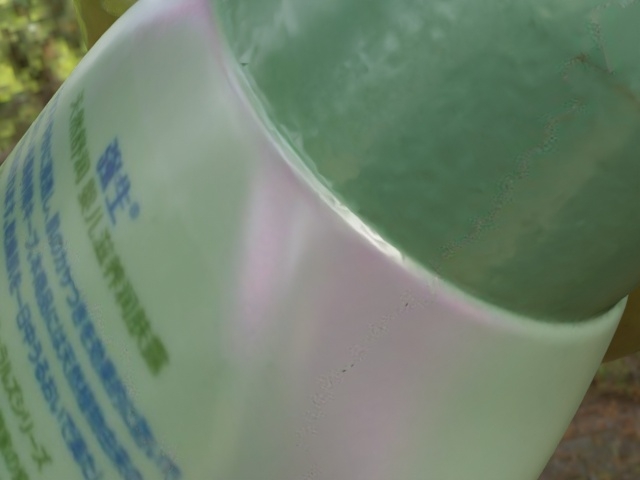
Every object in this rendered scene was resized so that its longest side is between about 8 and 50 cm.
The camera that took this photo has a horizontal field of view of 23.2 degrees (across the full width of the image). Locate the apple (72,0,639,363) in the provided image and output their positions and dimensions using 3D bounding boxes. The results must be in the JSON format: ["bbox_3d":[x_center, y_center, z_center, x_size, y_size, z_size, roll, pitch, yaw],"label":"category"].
[{"bbox_3d":[0.089,-0.139,0.864,0.473,0.474,0.473,-14,12,3],"label":"apple"}]

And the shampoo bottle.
[{"bbox_3d":[0.000,0.000,0.458,0.151,0.222,0.349,15,-51,-37],"label":"shampoo bottle"}]
